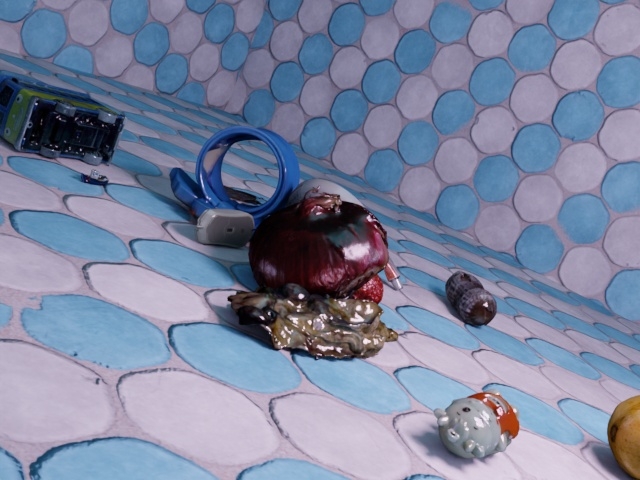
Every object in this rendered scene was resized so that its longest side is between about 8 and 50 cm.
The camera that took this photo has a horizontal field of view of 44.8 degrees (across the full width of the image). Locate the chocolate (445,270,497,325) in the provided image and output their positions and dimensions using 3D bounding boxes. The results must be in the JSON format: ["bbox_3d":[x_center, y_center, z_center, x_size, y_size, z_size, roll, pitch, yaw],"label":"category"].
[{"bbox_3d":[0.411,0.160,2.135,0.110,0.110,0.248,21,15,-10],"label":"chocolate"}]

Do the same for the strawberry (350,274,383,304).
[{"bbox_3d":[0.102,0.105,1.808,0.106,0.106,0.106,22,12,-5],"label":"strawberry"}]

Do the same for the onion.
[{"bbox_3d":[-0.007,0.008,1.645,0.314,0.232,0.314,-8,26,4],"label":"onion"}]

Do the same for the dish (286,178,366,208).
[{"bbox_3d":[0.000,0.000,1.880,0.273,0.273,0.134,29,53,25],"label":"dish"}]

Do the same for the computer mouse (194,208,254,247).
[{"bbox_3d":[-0.232,-0.031,1.797,0.056,0.089,0.181,19,10,36],"label":"computer mouse"}]

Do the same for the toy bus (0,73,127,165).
[{"bbox_3d":[-0.671,-0.302,1.980,0.190,0.152,0.312,30,13,26],"label":"toy bus"}]

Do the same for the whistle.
[{"bbox_3d":[0.266,0.300,1.272,0.253,0.106,0.102,7,61,-55],"label":"whistle"}]

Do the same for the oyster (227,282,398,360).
[{"bbox_3d":[0.001,0.150,1.445,0.361,0.096,0.221,17,20,-16],"label":"oyster"}]

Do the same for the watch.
[{"bbox_3d":[-0.216,-0.168,1.960,0.305,0.274,0.241,30,13,8],"label":"watch"}]

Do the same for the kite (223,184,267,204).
[{"bbox_3d":[-0.193,-0.125,2.434,0.285,0.015,0.152,19,13,-22],"label":"kite"}]

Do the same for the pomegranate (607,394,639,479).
[{"bbox_3d":[0.644,0.376,1.459,0.196,0.196,0.196,22,12,-5],"label":"pomegranate"}]

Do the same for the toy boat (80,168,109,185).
[{"bbox_3d":[-0.541,-0.153,1.857,0.038,0.038,0.083,30,13,28],"label":"toy boat"}]

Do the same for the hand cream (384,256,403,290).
[{"bbox_3d":[0.166,0.037,2.102,0.216,0.038,0.052,64,8,11],"label":"hand cream"}]
